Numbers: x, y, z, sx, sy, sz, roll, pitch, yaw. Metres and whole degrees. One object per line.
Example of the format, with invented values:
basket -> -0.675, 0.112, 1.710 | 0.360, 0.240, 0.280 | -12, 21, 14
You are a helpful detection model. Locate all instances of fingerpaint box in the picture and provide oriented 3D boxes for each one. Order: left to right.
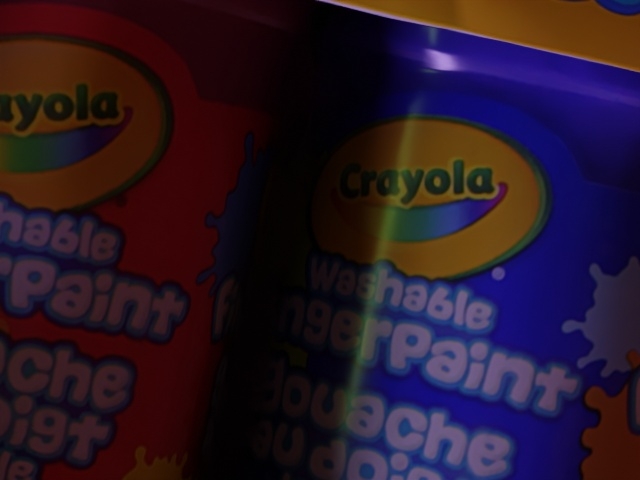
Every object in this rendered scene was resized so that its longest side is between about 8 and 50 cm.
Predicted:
fingerpaint box -> 0.048, 0.013, 0.564 | 0.163, 0.445, 0.371 | -152, 75, -75
